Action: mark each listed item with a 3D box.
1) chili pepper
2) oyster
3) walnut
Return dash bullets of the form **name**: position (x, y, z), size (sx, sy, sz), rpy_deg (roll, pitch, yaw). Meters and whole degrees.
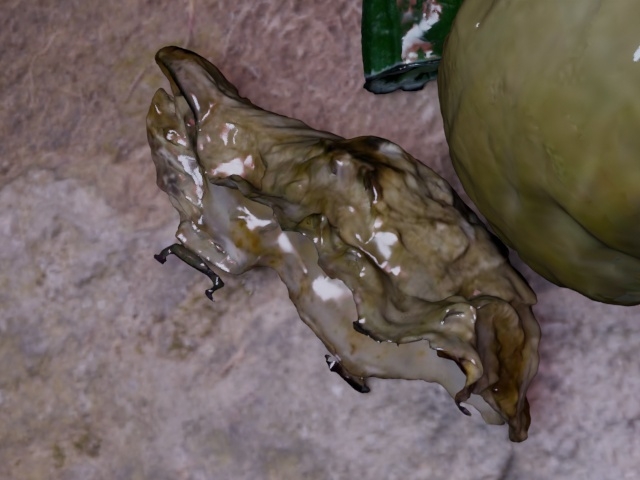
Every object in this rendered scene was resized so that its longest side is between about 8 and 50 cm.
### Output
- **chili pepper**: position (0.080, -0.243, 0.679), size (0.136, 0.099, 0.270), rpy_deg (-9, 85, 20)
- **oyster**: position (0.003, 0.003, 0.644), size (0.337, 0.198, 0.133), rpy_deg (34, 66, 28)
- **walnut**: position (0.213, -0.090, 0.527), size (0.282, 0.277, 0.253), rpy_deg (-38, 76, -11)
